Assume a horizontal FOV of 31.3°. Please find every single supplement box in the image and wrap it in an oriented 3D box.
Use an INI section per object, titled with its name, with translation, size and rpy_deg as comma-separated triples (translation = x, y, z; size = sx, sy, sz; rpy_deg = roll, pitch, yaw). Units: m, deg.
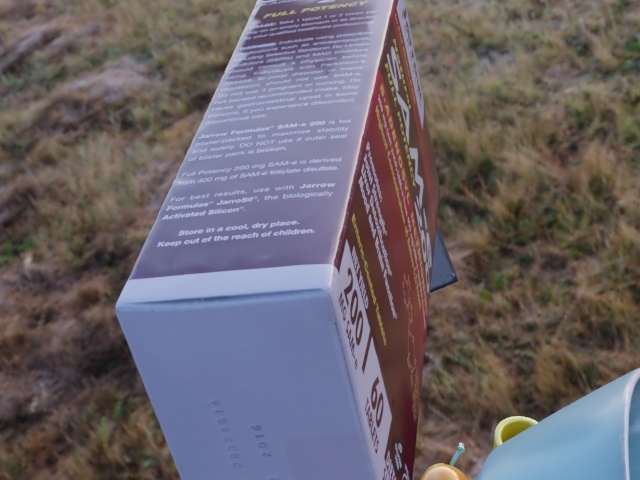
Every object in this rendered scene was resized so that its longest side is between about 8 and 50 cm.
[supplement box]
translation = 0.000, 0.000, 0.464
size = 0.073, 0.130, 0.239
rpy_deg = -6, 35, 13

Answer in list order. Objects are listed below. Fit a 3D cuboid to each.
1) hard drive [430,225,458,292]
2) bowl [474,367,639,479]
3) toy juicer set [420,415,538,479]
[hard drive]
translation = 0.067, -0.008, 1.079
size = 0.094, 0.135, 0.022
rpy_deg = -20, -3, -26
[bowl]
translation = 0.221, 0.269, 0.932
size = 0.163, 0.311, 0.311
rpy_deg = -14, 35, 27
[toy juicer set]
translation = 0.228, 0.347, 1.249
size = 0.209, 0.089, 0.329
rpy_deg = -13, 48, -22
